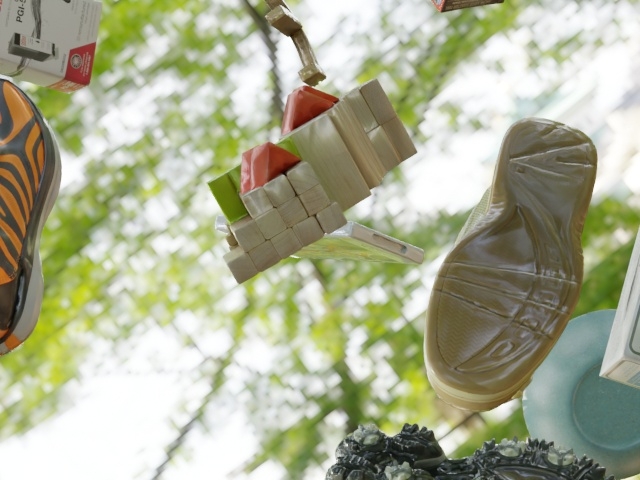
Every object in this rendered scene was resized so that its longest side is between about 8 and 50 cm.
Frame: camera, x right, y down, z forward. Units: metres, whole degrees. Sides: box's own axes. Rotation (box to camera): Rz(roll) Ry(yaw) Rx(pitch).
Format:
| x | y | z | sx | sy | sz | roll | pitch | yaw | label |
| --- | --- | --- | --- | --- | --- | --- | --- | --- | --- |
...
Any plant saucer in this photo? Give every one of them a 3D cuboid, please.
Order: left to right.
| x | y | z | sx | sy | sz | roll | pitch | yaw | label |
| --- | --- | --- | --- | --- | --- | --- | --- | --- | --- |
| 0.318 | 0.173 | 2.058 | 0.195 | 0.195 | 0.037 | -37 | 11 | 1 | plant saucer |

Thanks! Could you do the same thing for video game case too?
| x | y | z | sx | sy | sz | roll | pitch | yaw | label |
| --- | --- | --- | --- | --- | --- | --- | --- | --- | --- |
| 0.000 | 0.000 | 2.361 | 0.201 | 0.023 | 0.183 | 4 | -9 | 32 | video game case |

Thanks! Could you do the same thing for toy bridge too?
| x | y | z | sx | sy | sz | roll | pitch | yaw | label |
| --- | --- | --- | --- | --- | --- | --- | --- | --- | --- |
| -0.044 | -0.265 | 2.294 | 0.026 | 0.188 | 0.063 | -35 | -21 | 13 | toy bridge |

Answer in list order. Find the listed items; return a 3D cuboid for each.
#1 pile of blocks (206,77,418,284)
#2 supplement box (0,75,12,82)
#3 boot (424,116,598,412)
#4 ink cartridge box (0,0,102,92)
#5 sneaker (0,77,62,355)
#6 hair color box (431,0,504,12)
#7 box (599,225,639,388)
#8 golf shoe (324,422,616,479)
| x | y | z | sx | sy | sz | roll | pitch | yaw | label |
| --- | --- | --- | --- | --- | --- | --- | --- | --- | --- |
| -0.026 | -0.069 | 1.707 | 0.149 | 0.113 | 0.362 | -27 | 6 | 22 | pile of blocks |
| -0.430 | -0.186 | 2.303 | 0.073 | 0.130 | 0.239 | -12 | -9 | 3 | supplement box |
| 0.121 | 0.064 | 1.349 | 0.203 | 0.095 | 0.262 | 102 | -174 | -46 | boot |
| -0.313 | -0.226 | 2.048 | 0.135 | 0.099 | 0.056 | 14 | -13 | -32 | ink cartridge box |
| -0.347 | -0.059 | 1.858 | 0.124 | 0.321 | 0.180 | -18 | -35 | 15 | sneaker |
| 0.148 | -0.348 | 2.258 | 0.093 | 0.167 | 0.053 | -12 | -38 | -27 | hair color box |
| 0.400 | 0.077 | 1.598 | 0.087 | 0.289 | 0.169 | 106 | 180 | -73 | box |
| 0.138 | 0.232 | 1.602 | 0.105 | 0.272 | 0.120 | -49 | -41 | -49 | golf shoe |
